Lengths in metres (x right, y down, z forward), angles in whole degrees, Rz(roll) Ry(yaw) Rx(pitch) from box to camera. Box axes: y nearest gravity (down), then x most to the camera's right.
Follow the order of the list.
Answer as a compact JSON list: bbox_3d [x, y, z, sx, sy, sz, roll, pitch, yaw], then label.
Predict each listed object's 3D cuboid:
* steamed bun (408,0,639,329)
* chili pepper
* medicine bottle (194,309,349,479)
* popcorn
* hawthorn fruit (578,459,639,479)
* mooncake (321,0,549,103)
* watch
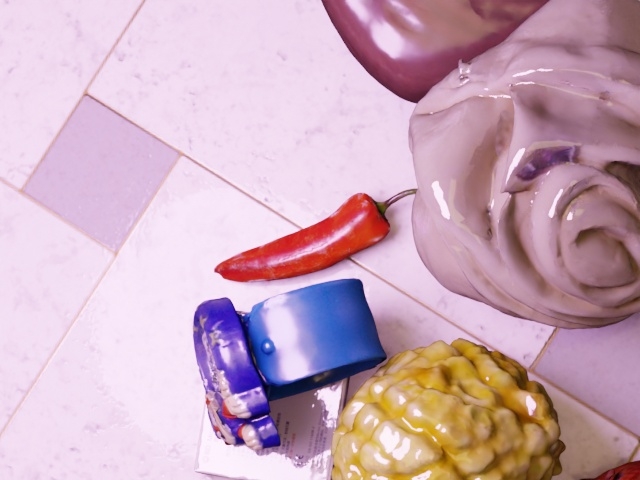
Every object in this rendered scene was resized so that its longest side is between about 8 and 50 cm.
[{"bbox_3d":[0.266,-0.055,1.605,0.368,0.255,0.342,-34,109,12],"label":"steamed bun"},{"bbox_3d":[0.000,0.000,1.777,0.272,0.071,0.063,-24,119,10],"label":"chili pepper"},{"bbox_3d":[-0.054,0.188,1.764,0.171,0.052,0.201,7,84,9],"label":"medicine bottle"},{"bbox_3d":[0.134,0.230,1.630,0.224,0.270,0.258,34,79,25],"label":"popcorn"},{"bbox_3d":[0.348,0.388,1.559,0.308,0.308,0.324,-35,75,2],"label":"hawthorn fruit"},{"bbox_3d":[0.147,-0.321,1.745,0.334,0.174,0.325,10,82,11],"label":"mooncake"},{"bbox_3d":[-0.033,0.126,1.659,0.200,0.196,0.171,-18,89,-12],"label":"watch"}]
